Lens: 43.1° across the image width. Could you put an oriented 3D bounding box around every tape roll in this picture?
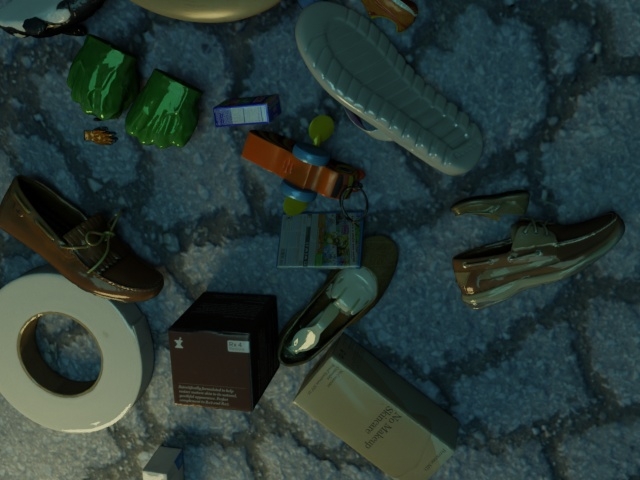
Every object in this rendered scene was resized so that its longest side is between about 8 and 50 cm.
[{"bbox_3d":[-0.559,0.241,1.791,0.392,0.072,0.392,3,107,11],"label":"tape roll"}]

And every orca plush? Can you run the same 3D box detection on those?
[{"bbox_3d":[-0.480,-0.449,1.566,0.287,0.102,0.151,-27,55,9],"label":"orca plush"}]

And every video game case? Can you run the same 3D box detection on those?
[{"bbox_3d":[0.000,0.000,1.580,0.166,0.015,0.119,-1,64,13],"label":"video game case"}]

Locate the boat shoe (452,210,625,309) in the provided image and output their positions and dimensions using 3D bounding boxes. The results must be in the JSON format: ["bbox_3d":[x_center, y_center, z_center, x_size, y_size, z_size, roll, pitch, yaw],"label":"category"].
[{"bbox_3d":[0.391,0.017,1.484,0.324,0.123,0.116,-26,98,17],"label":"boat shoe"}]

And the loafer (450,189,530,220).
[{"bbox_3d":[0.317,-0.059,1.507,0.148,0.056,0.050,-8,99,15],"label":"loafer"}]

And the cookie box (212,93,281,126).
[{"bbox_3d":[-0.138,-0.246,1.532,0.107,0.092,0.040,-2,110,13],"label":"cookie box"}]

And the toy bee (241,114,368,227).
[{"bbox_3d":[-0.001,-0.116,1.529,0.195,0.162,0.298,-49,67,29],"label":"toy bee"}]

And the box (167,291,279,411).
[{"bbox_3d":[-0.188,0.218,1.631,0.168,0.203,0.167,3,108,12],"label":"box"}]

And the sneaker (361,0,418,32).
[{"bbox_3d":[0.090,-0.434,1.438,0.175,0.064,0.067,40,121,1],"label":"sneaker"}]

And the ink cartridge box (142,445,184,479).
[{"bbox_3d":[-0.353,0.573,1.833,0.060,0.104,0.180,4,109,10],"label":"ink cartridge box"}]

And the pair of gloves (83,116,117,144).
[{"bbox_3d":[-0.448,-0.236,1.647,0.074,0.010,0.083,10,108,9],"label":"pair of gloves"}]

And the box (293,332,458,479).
[{"bbox_3d":[0.116,0.350,1.647,0.311,0.121,0.148,37,111,0],"label":"box"}]

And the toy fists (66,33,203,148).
[{"bbox_3d":[-0.363,-0.279,1.572,0.279,0.096,0.142,28,101,4],"label":"toy fists"}]

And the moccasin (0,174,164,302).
[{"bbox_3d":[-0.486,-0.005,1.672,0.380,0.139,0.147,36,120,10],"label":"moccasin"}]

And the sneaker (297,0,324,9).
[{"bbox_3d":[-0.009,-0.508,1.426,0.069,0.082,0.209,17,112,5],"label":"sneaker"}]

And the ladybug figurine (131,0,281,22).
[{"bbox_3d":[-0.206,-0.536,1.405,0.449,0.162,0.305,19,107,12],"label":"ladybug figurine"}]

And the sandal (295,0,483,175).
[{"bbox_3d":[0.107,-0.254,1.464,0.416,0.169,0.102,42,151,-3],"label":"sandal"}]

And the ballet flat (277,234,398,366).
[{"bbox_3d":[0.025,0.134,1.598,0.116,0.124,0.342,44,111,-2],"label":"ballet flat"}]
